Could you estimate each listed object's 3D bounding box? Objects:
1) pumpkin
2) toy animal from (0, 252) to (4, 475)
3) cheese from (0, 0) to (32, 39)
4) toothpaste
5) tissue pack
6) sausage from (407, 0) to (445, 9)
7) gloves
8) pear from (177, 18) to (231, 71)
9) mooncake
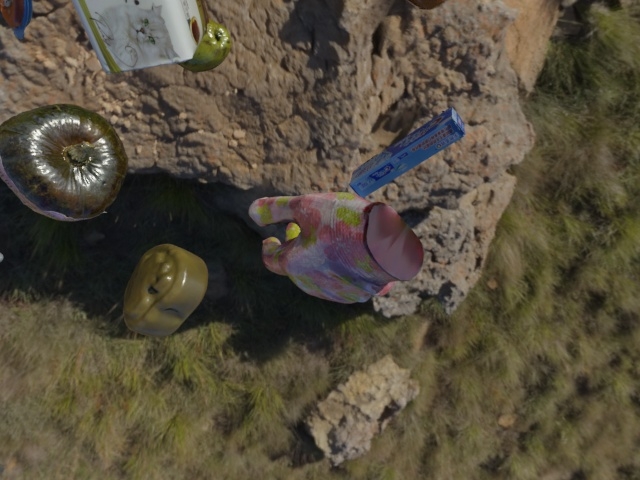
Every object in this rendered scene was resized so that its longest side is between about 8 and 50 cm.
[{"bbox_3d":[-0.541,-0.175,1.038,0.189,0.260,0.260,-2,133,41],"label":"pumpkin"},{"bbox_3d":[-0.230,0.013,0.194,0.239,0.176,0.255,38,104,0],"label":"toy animal"},{"bbox_3d":[-0.592,-0.524,0.931,0.037,0.106,0.255,-18,120,-51],"label":"cheese"},{"bbox_3d":[0.183,-0.188,1.058,0.272,0.066,0.053,-30,114,32],"label":"toothpaste"},{"bbox_3d":[-0.170,-0.247,0.438,0.099,0.106,0.148,-7,131,4],"label":"tissue pack"},{"bbox_3d":[0.183,-0.574,0.988,0.259,0.133,0.133,20,118,-43],"label":"sausage"},{"bbox_3d":[0.000,0.012,0.587,0.145,0.126,0.241,15,160,-36],"label":"gloves"},{"bbox_3d":[-0.237,-0.383,0.938,0.132,0.107,0.107,-11,129,34],"label":"pear"},{"bbox_3d":[-0.398,0.112,1.209,0.235,0.234,0.117,-43,138,16],"label":"mooncake"}]
